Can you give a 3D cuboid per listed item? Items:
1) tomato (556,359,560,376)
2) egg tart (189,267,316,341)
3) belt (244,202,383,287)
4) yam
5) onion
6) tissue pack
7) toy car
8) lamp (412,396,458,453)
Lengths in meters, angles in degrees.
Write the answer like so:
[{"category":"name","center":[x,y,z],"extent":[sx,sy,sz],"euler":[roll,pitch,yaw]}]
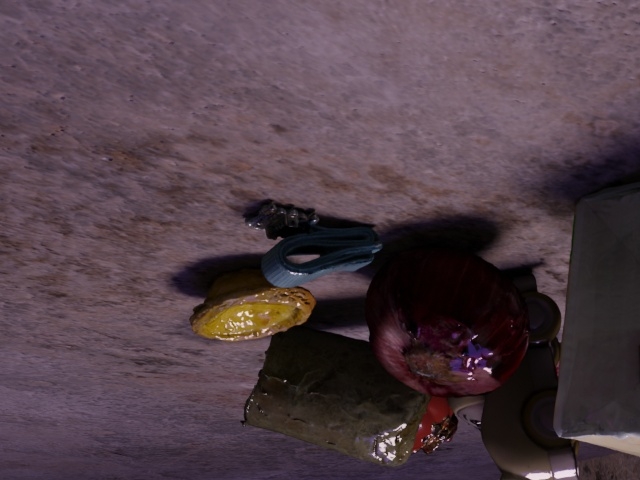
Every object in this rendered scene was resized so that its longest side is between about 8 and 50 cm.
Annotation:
[{"category":"tomato","center":[0.373,0.263,1.742],"extent":[0.225,0.085,0.224],"euler":[-7,129,-9]},{"category":"egg tart","center":[-0.099,0.091,1.292],"extent":[0.191,0.074,0.191],"euler":[-6,156,-3]},{"category":"belt","center":[-0.003,0.002,1.134],"extent":[0.179,0.100,0.065],"euler":[-6,161,-42]},{"category":"yam","center":[0.032,0.250,1.445],"extent":[0.300,0.195,0.195],"euler":[14,158,7]},{"category":"onion","center":[0.189,0.108,1.265],"extent":[0.252,0.219,0.252],"euler":[25,139,24]},{"category":"tissue pack","center":[0.508,0.136,1.185],"extent":[0.405,0.331,0.205],"euler":[22,159,-38]},{"category":"toy car","center":[0.291,0.243,1.418],"extent":[0.227,0.335,0.242],"euler":[-10,157,11]},{"category":"lamp","center":[0.177,0.326,1.737],"extent":[0.227,0.226,0.227],"euler":[-5,157,-2]}]
